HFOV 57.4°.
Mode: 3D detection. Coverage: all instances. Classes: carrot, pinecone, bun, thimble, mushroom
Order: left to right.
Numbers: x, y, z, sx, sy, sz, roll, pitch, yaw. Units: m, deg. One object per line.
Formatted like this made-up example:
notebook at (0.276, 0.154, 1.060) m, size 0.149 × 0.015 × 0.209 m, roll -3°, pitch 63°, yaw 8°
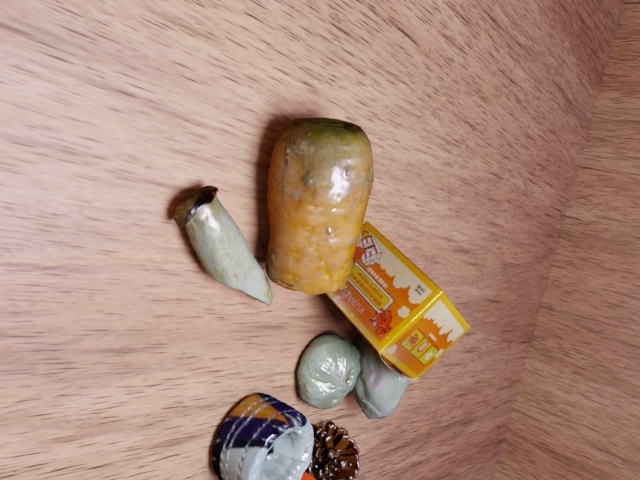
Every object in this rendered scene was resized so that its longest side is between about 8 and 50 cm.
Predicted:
mushroom at (-0.184, 0.034, 1.165) m, size 0.107 × 0.087 × 0.333 m, roll -50°, pitch 138°, yaw -28°
thimble at (-0.124, 0.480, 1.345) m, size 0.237 × 0.150 × 0.238 m, roll -23°, pitch 121°, yaw -45°
carrot at (-0.006, -0.080, 1.231) m, size 0.224 × 0.224 × 0.341 m, roll -15°, pitch 118°, yaw -47°
pinecone at (0.025, 0.572, 1.542) m, size 0.149 × 0.195 × 0.179 m, roll -3°, pitch 82°, yaw -7°
bun at (0.027, 0.343, 1.507) m, size 0.195 × 0.118 × 0.196 m, roll -26°, pitch 126°, yaw -43°
bun at (0.170, 0.337, 1.626) m, size 0.293 × 0.187 × 0.293 m, roll -59°, pitch 170°, yaw -17°

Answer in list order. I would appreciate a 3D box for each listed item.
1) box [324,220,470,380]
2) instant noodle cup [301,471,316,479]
box at (0.168, 0.153, 1.428) m, size 0.214 × 0.283 × 0.259 m, roll -46°, pitch 142°, yaw 1°
instant noodle cup at (-0.078, 0.705, 1.456) m, size 0.213 × 0.213 × 0.174 m, roll -45°, pitch 143°, yaw -31°
